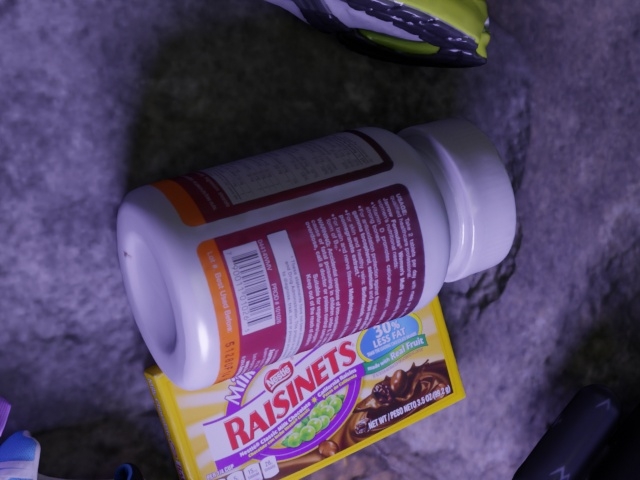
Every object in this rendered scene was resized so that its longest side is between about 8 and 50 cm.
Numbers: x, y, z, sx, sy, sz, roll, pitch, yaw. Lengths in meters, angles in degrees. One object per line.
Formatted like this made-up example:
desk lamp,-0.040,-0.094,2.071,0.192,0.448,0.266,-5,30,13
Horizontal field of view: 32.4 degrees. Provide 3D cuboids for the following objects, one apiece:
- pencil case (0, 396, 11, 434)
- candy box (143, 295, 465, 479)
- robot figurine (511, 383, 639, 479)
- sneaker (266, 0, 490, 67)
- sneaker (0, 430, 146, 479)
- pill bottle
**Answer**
pencil case,-0.265,0.053,0.553,0.088,0.086,0.206,-36,122,29
candy box,-0.005,0.095,0.723,0.206,0.027,0.105,-22,101,-23
robot figurine,0.255,0.220,0.782,0.278,0.209,0.173,-44,142,-17
sneaker,-0.014,-0.208,0.658,0.300,0.111,0.121,22,75,-32
sneaker,-0.098,0.188,0.652,0.237,0.085,0.086,32,89,-26
pill bottle,0.000,0.000,0.663,0.221,0.121,0.121,-17,102,-24
